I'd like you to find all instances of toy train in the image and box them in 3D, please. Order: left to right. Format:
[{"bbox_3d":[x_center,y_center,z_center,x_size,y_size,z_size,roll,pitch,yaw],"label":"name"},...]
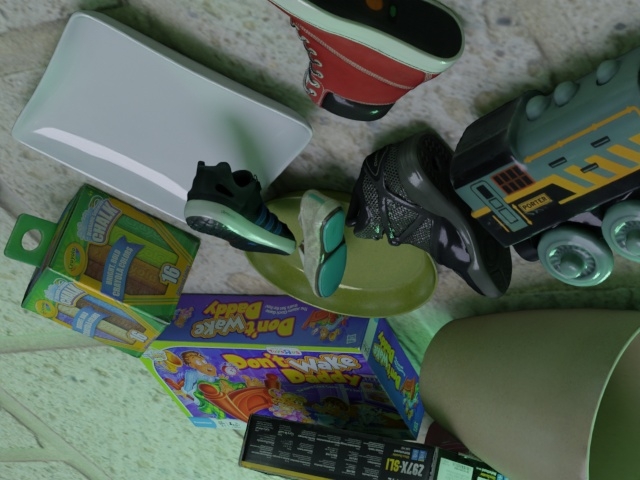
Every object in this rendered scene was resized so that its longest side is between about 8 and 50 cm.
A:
[{"bbox_3d":[0.279,-0.077,1.374,0.190,0.142,0.334,42,141,-18],"label":"toy train"}]

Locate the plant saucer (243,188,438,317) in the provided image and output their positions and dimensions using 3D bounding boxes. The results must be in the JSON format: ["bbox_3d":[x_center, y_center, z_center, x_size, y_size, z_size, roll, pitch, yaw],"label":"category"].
[{"bbox_3d":[0.024,0.010,1.711,0.241,0.037,0.241,13,147,9],"label":"plant saucer"}]

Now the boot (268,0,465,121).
[{"bbox_3d":[-0.011,-0.196,1.376,0.244,0.088,0.176,27,148,-20],"label":"boot"}]

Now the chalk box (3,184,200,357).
[{"bbox_3d":[-0.281,0.030,1.802,0.213,0.132,0.132,26,147,-14],"label":"chalk box"}]

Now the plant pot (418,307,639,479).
[{"bbox_3d":[0.261,0.181,1.698,0.274,0.256,0.256,14,152,40],"label":"plant pot"}]

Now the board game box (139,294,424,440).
[{"bbox_3d":[-0.057,0.169,1.952,0.347,0.078,0.233,0,144,26],"label":"board game box"}]

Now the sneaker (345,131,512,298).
[{"bbox_3d":[0.115,-0.018,1.579,0.130,0.087,0.227,-13,134,38],"label":"sneaker"}]

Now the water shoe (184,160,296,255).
[{"bbox_3d":[-0.076,-0.035,1.586,0.073,0.080,0.203,6,171,23],"label":"water shoe"}]

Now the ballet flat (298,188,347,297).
[{"bbox_3d":[0.000,0.000,1.639,0.052,0.057,0.168,37,150,23],"label":"ballet flat"}]

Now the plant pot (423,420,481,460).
[{"bbox_3d":[0.226,0.362,2.010,0.201,0.180,0.201,13,147,9],"label":"plant pot"}]

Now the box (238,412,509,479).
[{"bbox_3d":[0.097,0.298,1.851,0.322,0.079,0.257,3,167,44],"label":"box"}]

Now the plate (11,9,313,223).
[{"bbox_3d":[-0.175,-0.129,1.591,0.278,0.045,0.277,26,146,-13],"label":"plate"}]
